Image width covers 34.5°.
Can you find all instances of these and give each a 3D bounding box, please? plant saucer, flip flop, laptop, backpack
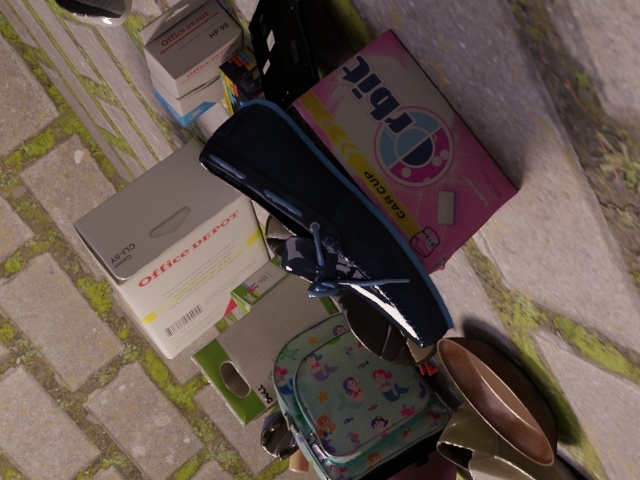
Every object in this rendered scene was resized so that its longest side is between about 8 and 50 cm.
[{"bbox_3d":[0.221,0.185,1.247,0.198,0.036,0.198,48,167,15],"label":"plant saucer"},{"bbox_3d":[0.048,0.047,1.324,0.277,0.112,0.080,40,-159,4],"label":"flip flop"},{"bbox_3d":[0.033,-0.139,1.036,0.234,0.136,0.264,150,107,-77],"label":"laptop"},{"bbox_3d":[0.048,0.235,1.580,0.253,0.225,0.191,55,168,30],"label":"backpack"}]

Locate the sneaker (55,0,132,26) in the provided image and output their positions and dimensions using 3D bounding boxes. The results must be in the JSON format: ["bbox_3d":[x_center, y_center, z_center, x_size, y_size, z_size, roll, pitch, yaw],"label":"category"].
[{"bbox_3d":[-0.335,-0.372,1.526,0.129,0.111,0.297,41,-179,-40],"label":"sneaker"}]

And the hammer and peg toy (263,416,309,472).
[{"bbox_3d":[0.026,0.386,2.087,0.266,0.127,0.361,8,176,-13],"label":"hammer and peg toy"}]

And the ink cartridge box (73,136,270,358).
[{"bbox_3d":[-0.260,0.023,1.929,0.160,0.279,0.384,47,166,22],"label":"ink cartridge box"}]

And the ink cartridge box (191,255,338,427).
[{"bbox_3d":[-0.098,0.171,1.824,0.189,0.255,0.097,58,166,-29],"label":"ink cartridge box"}]

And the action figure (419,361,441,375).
[{"bbox_3d":[0.129,0.134,1.444,0.115,0.030,0.038,58,161,-10],"label":"action figure"}]

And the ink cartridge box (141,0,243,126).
[{"bbox_3d":[-0.150,-0.219,1.239,0.060,0.104,0.180,49,168,11],"label":"ink cartridge box"}]

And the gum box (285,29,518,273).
[{"bbox_3d":[0.070,-0.069,0.883,0.188,0.107,0.062,51,168,-1],"label":"gum box"}]

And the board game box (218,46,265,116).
[{"bbox_3d":[-0.056,-0.137,1.275,0.141,0.048,0.170,48,167,20],"label":"board game box"}]

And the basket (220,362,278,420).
[{"bbox_3d":[-0.087,0.235,2.039,0.154,0.227,0.204,57,167,-26],"label":"basket"}]

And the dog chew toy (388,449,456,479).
[{"bbox_3d":[0.141,0.397,1.789,0.206,0.206,0.332,41,171,40],"label":"dog chew toy"}]

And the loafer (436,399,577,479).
[{"bbox_3d":[0.252,0.311,1.363,0.268,0.092,0.102,33,158,55],"label":"loafer"}]

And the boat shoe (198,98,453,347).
[{"bbox_3d":[0.000,0.000,0.864,0.258,0.089,0.109,46,167,19],"label":"boat shoe"}]

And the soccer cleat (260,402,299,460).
[{"bbox_3d":[-0.004,0.264,1.809,0.093,0.289,0.121,40,-161,-5],"label":"soccer cleat"}]
